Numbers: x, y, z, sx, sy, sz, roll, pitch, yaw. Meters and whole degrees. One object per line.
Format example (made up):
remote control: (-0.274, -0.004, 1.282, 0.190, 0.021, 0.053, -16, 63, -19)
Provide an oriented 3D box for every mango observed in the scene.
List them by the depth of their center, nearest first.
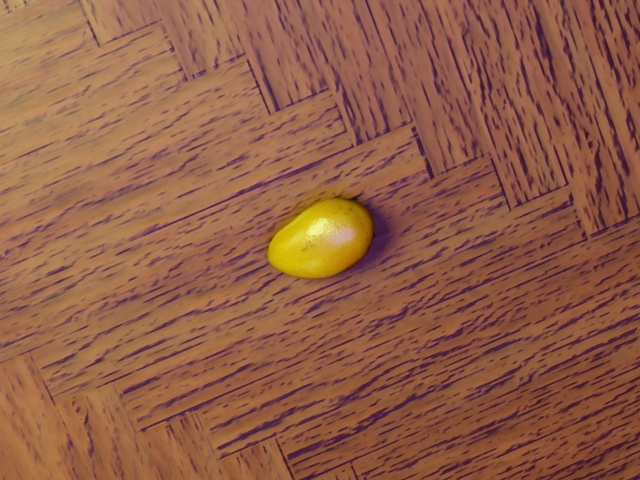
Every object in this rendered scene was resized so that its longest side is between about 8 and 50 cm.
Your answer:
mango: (0.000, 0.000, 1.283, 0.089, 0.046, 0.060, -18, 107, 10)
